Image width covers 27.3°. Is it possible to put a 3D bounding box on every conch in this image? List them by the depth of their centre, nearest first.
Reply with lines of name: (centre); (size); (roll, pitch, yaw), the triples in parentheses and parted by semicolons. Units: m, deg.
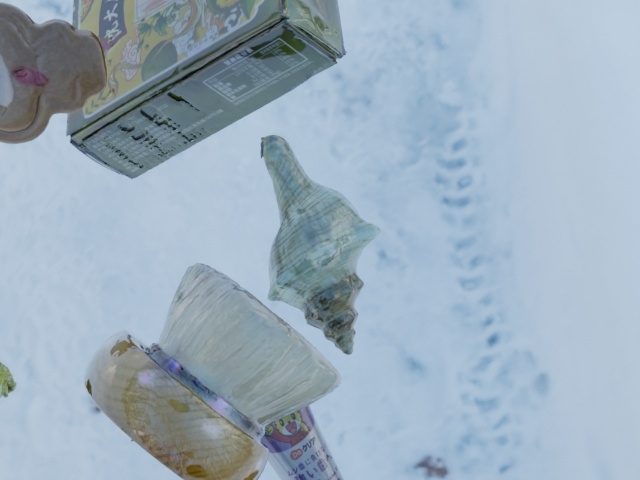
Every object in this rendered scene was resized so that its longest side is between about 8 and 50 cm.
conch: (0.010, 0.005, 1.425); (0.137, 0.114, 0.233); (8, 83, -30)

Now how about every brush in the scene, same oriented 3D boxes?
brush: (-0.120, 0.118, 1.242); (0.174, 0.267, 0.166); (42, 81, -33)

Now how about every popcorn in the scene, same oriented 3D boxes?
popcorn: (-0.368, 0.153, 1.424); (0.068, 0.083, 0.059); (-33, 92, -11)

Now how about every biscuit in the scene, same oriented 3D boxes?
biscuit: (-0.417, -0.207, 1.652); (0.295, 0.044, 0.186); (-11, 111, 0)

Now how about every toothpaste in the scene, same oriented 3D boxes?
toothpaste: (-0.035, 0.294, 1.872); (0.114, 0.073, 0.299); (-34, 107, -22)

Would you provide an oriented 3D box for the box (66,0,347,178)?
box: (-0.175, -0.342, 1.907); (0.138, 0.420, 0.372); (32, 43, -45)
